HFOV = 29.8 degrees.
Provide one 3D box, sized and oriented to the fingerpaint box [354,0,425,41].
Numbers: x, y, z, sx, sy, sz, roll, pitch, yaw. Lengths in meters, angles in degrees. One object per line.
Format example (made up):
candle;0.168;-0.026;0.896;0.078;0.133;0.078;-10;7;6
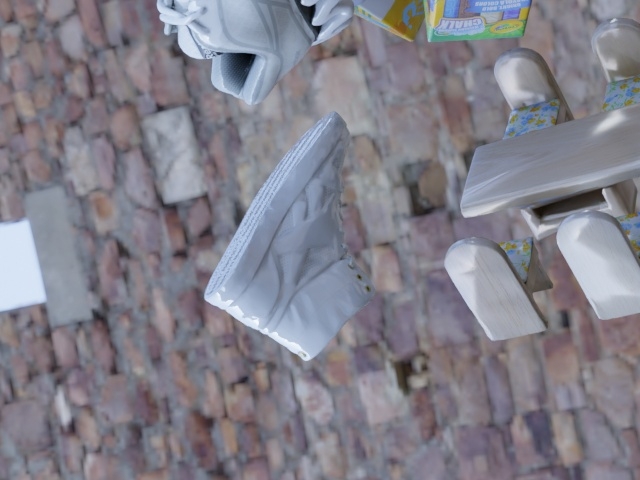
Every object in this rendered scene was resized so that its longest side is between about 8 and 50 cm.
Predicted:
fingerpaint box;0.105;-0.576;1.827;0.371;0.163;0.445;14;-75;-59

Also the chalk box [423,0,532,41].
chalk box;0.199;-0.345;1.559;0.213;0.132;0.132;91;175;-65

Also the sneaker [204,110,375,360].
sneaker;0.000;0.000;1.391;0.169;0.108;0.292;36;-121;-14

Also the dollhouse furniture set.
dollhouse furniture set;0.324;-0.136;1.302;0.256;0.394;0.362;55;-143;-30

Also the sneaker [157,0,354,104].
sneaker;-0.070;-0.194;0.816;0.118;0.110;0.292;-51;-32;-7

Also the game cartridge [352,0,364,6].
game cartridge;-0.036;-0.391;1.283;0.294;0.060;0.196;69;-170;26
